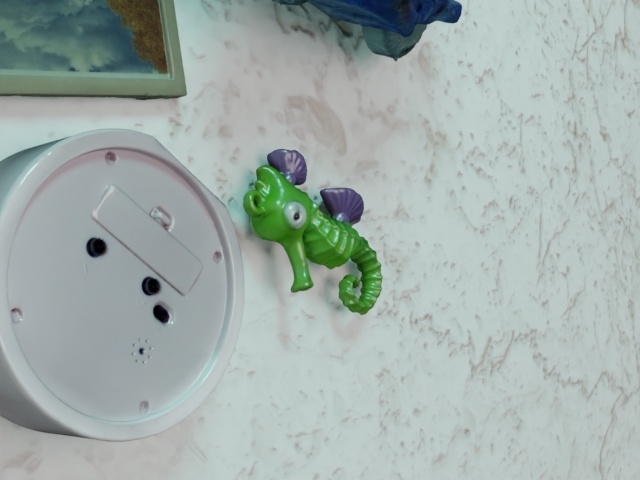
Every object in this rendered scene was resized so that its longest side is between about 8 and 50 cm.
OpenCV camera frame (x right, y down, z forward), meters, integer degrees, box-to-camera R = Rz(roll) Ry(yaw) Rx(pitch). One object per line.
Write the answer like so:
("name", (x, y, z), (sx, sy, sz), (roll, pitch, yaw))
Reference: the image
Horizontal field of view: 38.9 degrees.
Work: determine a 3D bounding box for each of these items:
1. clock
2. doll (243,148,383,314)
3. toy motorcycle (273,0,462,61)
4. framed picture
("clock", (-0.142, 0.029, 0.591), (0.197, 0.068, 0.196), (8, 79, -49))
("doll", (0.000, 0.000, 0.773), (0.190, 0.050, 0.115), (33, 58, -44))
("toy motorcycle", (0.036, -0.289, 0.748), (0.319, 0.182, 0.241), (1, 80, -66))
("framed picture", (-0.196, -0.183, 0.592), (0.250, 0.016, 0.184), (-9, 92, -49))
